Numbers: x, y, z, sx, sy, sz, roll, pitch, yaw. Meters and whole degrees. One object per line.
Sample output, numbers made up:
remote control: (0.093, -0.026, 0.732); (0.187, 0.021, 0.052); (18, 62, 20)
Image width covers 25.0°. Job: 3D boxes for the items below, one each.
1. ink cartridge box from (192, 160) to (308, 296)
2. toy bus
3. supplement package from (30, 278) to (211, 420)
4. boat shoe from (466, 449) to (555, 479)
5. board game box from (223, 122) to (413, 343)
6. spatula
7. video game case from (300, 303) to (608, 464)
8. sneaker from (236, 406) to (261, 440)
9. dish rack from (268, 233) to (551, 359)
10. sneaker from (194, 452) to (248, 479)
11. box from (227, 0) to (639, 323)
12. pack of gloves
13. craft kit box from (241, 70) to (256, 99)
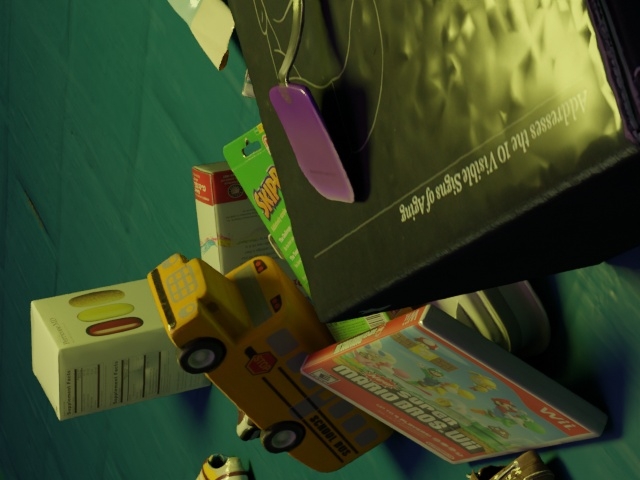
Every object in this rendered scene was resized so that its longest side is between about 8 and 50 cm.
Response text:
ink cartridge box: (-0.083, -0.012, 1.794); (0.072, 0.127, 0.175); (21, 119, 62)
toy bus: (-0.051, 0.129, 1.576); (0.332, 0.130, 0.108); (51, -170, -43)
supplement package: (-0.299, 0.156, 2.172); (0.139, 0.244, 0.134); (47, 140, 47)
boat shoe: (0.179, 0.258, 1.447); (0.183, 0.066, 0.066); (-40, 59, 50)
board game box: (0.000, 0.000, 1.429); (0.259, 0.039, 0.124); (56, 152, -6)
spatula: (-0.022, -0.172, 1.044); (0.084, 0.030, 0.296); (-169, 69, -66)
video game case: (0.119, 0.147, 1.400); (0.025, 0.204, 0.285); (-63, 14, -23)
sneaker: (-0.072, 0.144, 1.867); (0.281, 0.106, 0.162); (126, 131, -58)
dish rack: (0.067, 0.031, 1.470); (0.285, 0.072, 0.333); (58, 152, -1)
sneaker: (-0.156, 0.363, 2.181); (0.185, 0.070, 0.084); (-15, 78, 59)
box: (0.143, -0.232, 1.043); (0.480, 0.297, 0.471); (-34, 68, 64)
pack of gloves: (-0.137, -0.368, 1.887); (0.232, 0.046, 0.195); (54, 134, 36)
craft kit box: (-0.016, -0.257, 1.434); (0.250, 0.061, 0.246); (-76, -2, -83)
